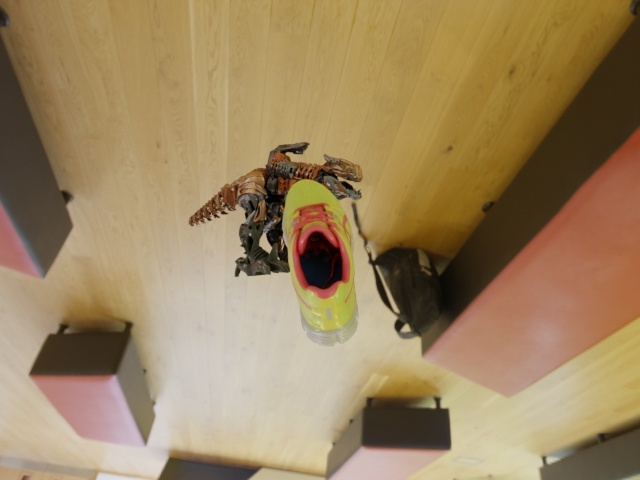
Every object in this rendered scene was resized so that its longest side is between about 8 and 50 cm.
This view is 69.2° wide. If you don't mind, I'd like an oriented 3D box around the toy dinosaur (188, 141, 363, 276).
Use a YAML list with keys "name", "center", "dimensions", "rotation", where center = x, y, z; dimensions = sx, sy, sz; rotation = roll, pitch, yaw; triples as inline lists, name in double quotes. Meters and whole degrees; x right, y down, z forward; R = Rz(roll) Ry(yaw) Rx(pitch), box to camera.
- name: "toy dinosaur"
  center: [-0.079, -0.051, 0.804]
  dimensions: [0.322, 0.218, 0.164]
  rotation: [-8, 177, 44]

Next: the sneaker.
- name: "sneaker"
  center: [0.000, 0.000, 0.499]
  dimensions: [0.081, 0.208, 0.094]
  rotation: [-13, 143, -2]
